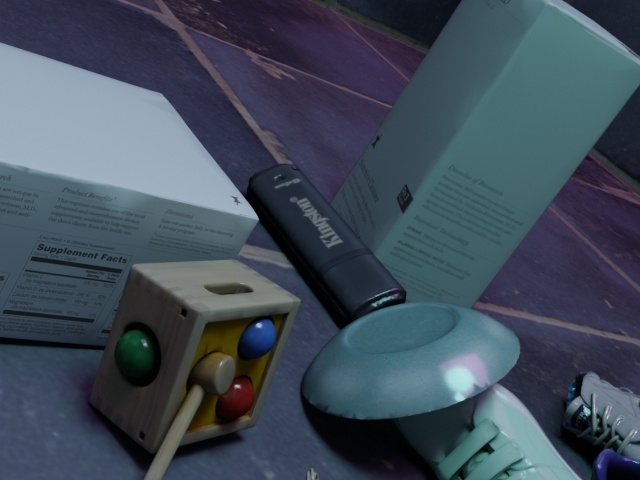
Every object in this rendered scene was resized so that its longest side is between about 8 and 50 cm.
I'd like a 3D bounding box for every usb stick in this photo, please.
[{"bbox_3d":[0.000,0.000,1.038,0.077,0.045,0.278,-27,46,-12],"label":"usb stick"}]

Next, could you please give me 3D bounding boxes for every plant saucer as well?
[{"bbox_3d":[0.074,0.091,0.802,0.195,0.037,0.195,-12,16,4],"label":"plant saucer"}]

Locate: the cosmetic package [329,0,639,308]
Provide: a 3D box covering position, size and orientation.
[{"bbox_3d":[0.178,-0.111,1.081,0.156,0.384,0.217,23,22,-20],"label":"cosmetic package"}]

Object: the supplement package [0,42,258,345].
[{"bbox_3d":[-0.222,-0.041,0.708,0.262,0.145,0.204,13,28,-44],"label":"supplement package"}]

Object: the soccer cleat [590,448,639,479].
[{"bbox_3d":[0.347,0.238,0.731,0.289,0.121,0.093,3,25,43],"label":"soccer cleat"}]

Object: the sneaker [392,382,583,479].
[{"bbox_3d":[0.138,0.196,0.734,0.256,0.094,0.151,40,18,18],"label":"sneaker"}]

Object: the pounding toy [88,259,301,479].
[{"bbox_3d":[-0.090,0.094,0.642,0.100,0.130,0.141,29,17,31],"label":"pounding toy"}]

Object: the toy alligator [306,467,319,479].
[{"bbox_3d":[-0.028,0.208,0.559,0.051,0.056,0.189,-10,23,6],"label":"toy alligator"}]

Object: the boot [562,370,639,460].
[{"bbox_3d":[0.312,0.215,0.962,0.123,0.095,0.258,27,12,7],"label":"boot"}]
